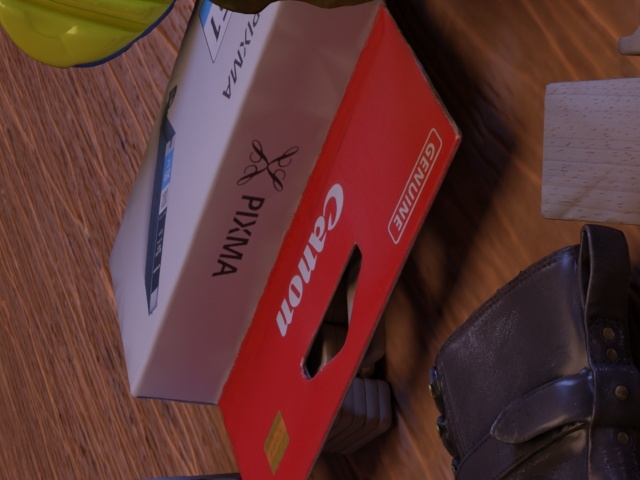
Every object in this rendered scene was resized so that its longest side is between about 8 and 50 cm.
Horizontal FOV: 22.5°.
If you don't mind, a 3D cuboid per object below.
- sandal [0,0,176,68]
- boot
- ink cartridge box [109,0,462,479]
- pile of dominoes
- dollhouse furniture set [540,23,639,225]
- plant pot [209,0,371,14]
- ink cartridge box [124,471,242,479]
[{"bbox_3d":[-0.095,-0.249,0.977,0.317,0.126,0.138,-61,3,7],"label":"sandal"},{"bbox_3d":[0.089,0.147,0.709,0.263,0.091,0.229,-54,38,44],"label":"boot"},{"bbox_3d":[-0.038,-0.018,0.907,0.261,0.066,0.296,-110,35,-50],"label":"ink cartridge box"},{"bbox_3d":[0.000,0.000,0.948,0.196,0.040,0.251,136,137,-56],"label":"pile of dominoes"},{"bbox_3d":[0.171,-0.065,0.413,0.129,0.183,0.129,6,95,63],"label":"dollhouse furniture set"},{"bbox_3d":[-0.010,-0.252,0.732,0.276,0.276,0.254,-37,68,58],"label":"plant pot"},{"bbox_3d":[-0.097,0.179,0.986,0.109,0.150,0.063,-10,81,63],"label":"ink cartridge box"}]
